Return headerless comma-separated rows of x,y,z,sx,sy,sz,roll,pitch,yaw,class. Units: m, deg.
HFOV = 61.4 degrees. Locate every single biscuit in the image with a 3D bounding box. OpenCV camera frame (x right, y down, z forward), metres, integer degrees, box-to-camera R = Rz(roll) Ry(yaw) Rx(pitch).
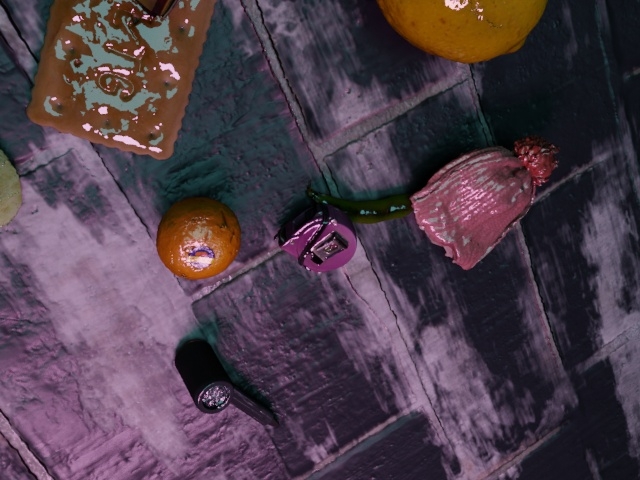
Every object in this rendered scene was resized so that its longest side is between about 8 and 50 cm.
-0.275,-0.290,0.770,0.217,0.044,0.325,16,106,-23,biscuit

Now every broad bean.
0.082,-0.064,0.984,0.226,0.039,0.069,5,95,-21,broad bean

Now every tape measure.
0.000,0.000,0.939,0.125,0.074,0.118,-39,122,21,tape measure

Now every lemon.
0.220,-0.408,0.833,0.310,0.258,0.258,33,90,-26,lemon

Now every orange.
-0.192,-0.006,0.857,0.135,0.117,0.136,-5,125,-7,orange

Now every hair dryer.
-0.141,0.282,0.950,0.070,0.128,0.255,-47,124,-5,hair dryer

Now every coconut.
-0.500,-0.092,0.755,0.158,0.055,0.133,21,97,-25,coconut

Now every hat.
0.320,-0.092,1.023,0.286,0.107,0.236,-42,128,10,hat

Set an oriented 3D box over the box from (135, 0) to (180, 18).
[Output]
-0.227,-0.552,0.638,0.420,0.138,0.373,42,67,-21,box
